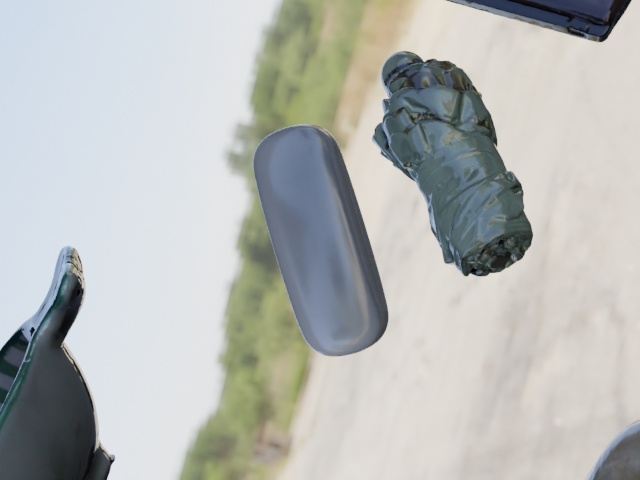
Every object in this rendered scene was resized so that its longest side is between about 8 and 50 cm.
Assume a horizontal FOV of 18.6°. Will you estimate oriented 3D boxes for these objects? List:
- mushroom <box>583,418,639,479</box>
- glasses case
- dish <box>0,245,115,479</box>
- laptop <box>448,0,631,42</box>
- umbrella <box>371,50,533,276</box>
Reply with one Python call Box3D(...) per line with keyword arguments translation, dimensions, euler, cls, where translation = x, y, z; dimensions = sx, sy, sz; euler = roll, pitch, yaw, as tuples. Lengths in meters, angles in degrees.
Box3D(translation=(0.379, 0.337, 2.039), dimensions=(0.290, 0.297, 0.298), euler=(-33, -32, -45), cls="mushroom")
Box3D(translation=(0.000, 0.000, 1.599), dimensions=(0.049, 0.074, 0.193), euler=(-8, -99, -73), cls="glasses case")
Box3D(translation=(-0.161, 0.130, 1.039), dimensions=(0.246, 0.078, 0.224), euler=(-60, 12, 7), cls="dish")
Box3D(translation=(0.118, -0.206, 1.239), dimensions=(0.154, 0.207, 0.026), euler=(-57, -28, -29), cls="laptop")
Box3D(translation=(0.069, -0.045, 1.043), dimensions=(0.067, 0.062, 0.143), euler=(-45, 55, 27), cls="umbrella")
